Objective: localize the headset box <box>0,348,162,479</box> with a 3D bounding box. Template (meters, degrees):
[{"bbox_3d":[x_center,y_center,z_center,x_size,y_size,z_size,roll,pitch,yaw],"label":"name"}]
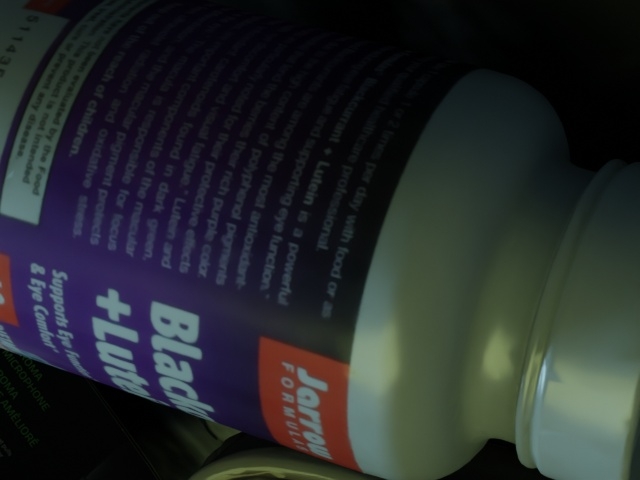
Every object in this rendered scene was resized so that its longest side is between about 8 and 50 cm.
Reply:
[{"bbox_3d":[-0.230,0.137,0.614,0.131,0.283,0.246,55,139,-4],"label":"headset box"}]

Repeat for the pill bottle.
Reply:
[{"bbox_3d":[0.000,0.000,0.421,0.193,0.108,0.108,16,141,21],"label":"pill bottle"}]

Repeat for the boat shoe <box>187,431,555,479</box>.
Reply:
[{"bbox_3d":[0.115,0.119,0.510,0.335,0.095,0.112,13,104,18],"label":"boat shoe"}]
